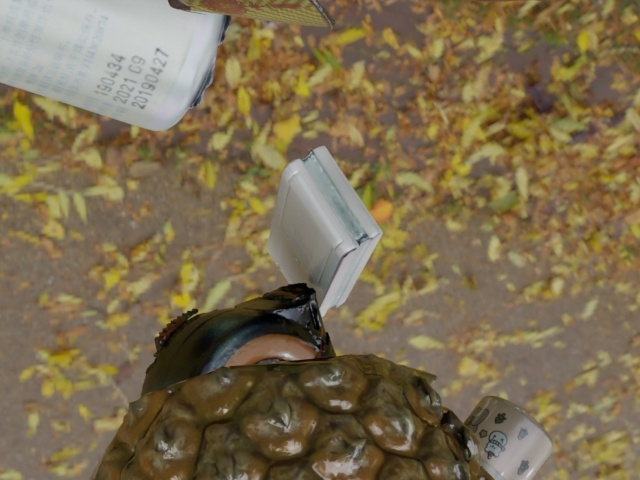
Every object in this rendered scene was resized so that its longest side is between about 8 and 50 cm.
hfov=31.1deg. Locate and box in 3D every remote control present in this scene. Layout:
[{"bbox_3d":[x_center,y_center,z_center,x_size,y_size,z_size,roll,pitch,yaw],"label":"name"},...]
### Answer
[{"bbox_3d":[0.000,0.000,1.177,0.055,0.103,0.277,-31,169,-14],"label":"remote control"}]

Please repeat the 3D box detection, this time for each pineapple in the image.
[{"bbox_3d":[0.024,0.222,0.507,0.202,0.362,0.202,-18,150,-11],"label":"pineapple"}]

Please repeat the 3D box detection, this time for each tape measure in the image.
[{"bbox_3d":[-0.076,0.164,1.157,0.223,0.135,0.202,-25,107,-38],"label":"tape measure"}]

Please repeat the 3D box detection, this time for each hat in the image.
[{"bbox_3d":[-0.083,-0.204,0.857,0.082,0.193,0.193,-43,134,6],"label":"hat"}]

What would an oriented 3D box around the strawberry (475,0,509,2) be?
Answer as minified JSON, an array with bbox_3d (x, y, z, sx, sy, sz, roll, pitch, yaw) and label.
[{"bbox_3d":[0.107,-0.294,0.506,0.345,0.295,0.317,-36,120,13],"label":"strawberry"}]

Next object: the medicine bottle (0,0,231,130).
[{"bbox_3d":[-0.298,-0.265,1.209,0.378,0.214,0.213,17,128,-24],"label":"medicine bottle"}]

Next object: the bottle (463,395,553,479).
[{"bbox_3d":[0.160,0.242,1.173,0.152,0.099,0.099,-51,141,-17],"label":"bottle"}]
